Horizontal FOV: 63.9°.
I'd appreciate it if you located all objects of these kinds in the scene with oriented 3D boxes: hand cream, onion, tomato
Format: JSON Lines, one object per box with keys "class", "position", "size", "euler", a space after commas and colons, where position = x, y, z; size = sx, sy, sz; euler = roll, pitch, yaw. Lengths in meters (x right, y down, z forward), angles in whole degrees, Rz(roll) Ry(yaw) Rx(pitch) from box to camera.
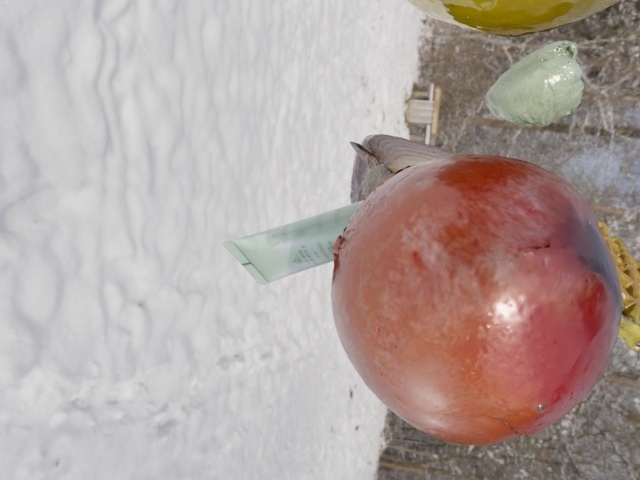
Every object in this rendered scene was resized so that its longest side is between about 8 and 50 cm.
{"class": "hand cream", "position": [0.000, 0.000, 0.540], "size": [0.078, 0.205, 0.049], "euler": [53, 30, -38]}
{"class": "onion", "position": [0.196, -0.033, 0.762], "size": [0.267, 0.349, 0.159], "euler": [51, -50, 39]}
{"class": "tomato", "position": [0.114, 0.040, 0.378], "size": [0.208, 0.185, 0.207], "euler": [-15, 114, -38]}

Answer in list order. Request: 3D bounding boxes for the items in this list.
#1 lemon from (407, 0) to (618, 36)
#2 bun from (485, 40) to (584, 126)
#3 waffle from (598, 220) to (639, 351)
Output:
{"class": "lemon", "position": [0.163, -0.319, 0.411], "size": [0.297, 0.298, 0.296], "euler": [5, 90, -84]}
{"class": "bun", "position": [0.451, -0.307, 1.042], "size": [0.212, 0.126, 0.204], "euler": [-44, -162, -21]}
{"class": "waffle", "position": [0.456, 0.055, 0.843], "size": [0.065, 0.310, 0.283], "euler": [-51, -125, 44]}
